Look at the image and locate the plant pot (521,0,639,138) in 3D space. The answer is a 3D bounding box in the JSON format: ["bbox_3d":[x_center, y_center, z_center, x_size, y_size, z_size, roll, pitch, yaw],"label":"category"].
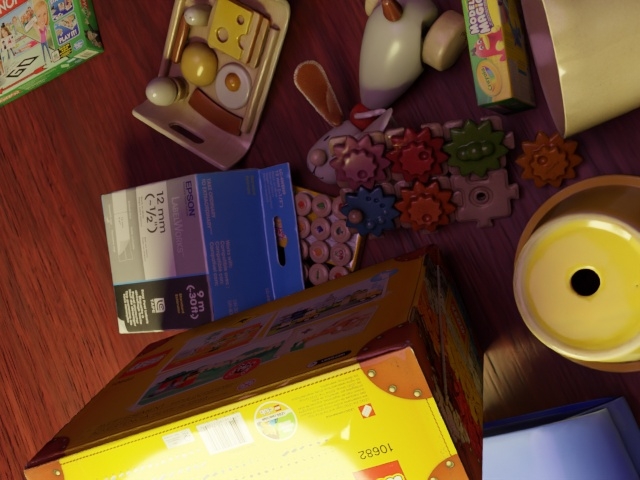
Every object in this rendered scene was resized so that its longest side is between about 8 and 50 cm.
[{"bbox_3d":[0.391,-0.279,0.915,0.274,0.256,0.256,-14,85,12],"label":"plant pot"}]

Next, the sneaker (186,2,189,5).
[{"bbox_3d":[-0.200,-0.400,1.327,0.119,0.057,0.047,-39,71,24],"label":"sneaker"}]

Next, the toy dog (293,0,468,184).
[{"bbox_3d":[0.074,-0.230,1.120,0.220,0.161,0.333,18,101,28],"label":"toy dog"}]

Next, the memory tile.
[{"bbox_3d":[0.000,0.000,1.226,0.113,0.012,0.148,7,99,30],"label":"memory tile"}]

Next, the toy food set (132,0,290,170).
[{"bbox_3d":[-0.190,-0.296,1.265,0.220,0.092,0.306,32,122,19],"label":"toy food set"}]

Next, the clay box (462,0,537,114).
[{"bbox_3d":[0.235,-0.287,1.046,0.053,0.127,0.222,-10,87,29],"label":"clay box"}]

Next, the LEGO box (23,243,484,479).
[{"bbox_3d":[-0.057,0.216,1.023,0.500,0.372,0.193,-20,100,17],"label":"LEGO box"}]

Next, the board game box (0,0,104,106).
[{"bbox_3d":[-0.577,-0.417,1.546,0.317,0.046,0.213,-18,84,29],"label":"board game box"}]

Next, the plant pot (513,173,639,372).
[{"bbox_3d":[0.343,0.042,0.937,0.254,0.239,0.253,1,92,30],"label":"plant pot"}]

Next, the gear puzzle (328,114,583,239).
[{"bbox_3d":[0.186,-0.081,1.074,0.339,0.044,0.175,-6,121,13],"label":"gear puzzle"}]

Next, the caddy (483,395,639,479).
[{"bbox_3d":[0.268,0.320,0.993,0.341,0.241,0.179,-21,78,29],"label":"caddy"}]

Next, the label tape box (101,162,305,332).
[{"bbox_3d":[-0.200,0.018,1.296,0.348,0.115,0.249,-8,89,38],"label":"label tape box"}]

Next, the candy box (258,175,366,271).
[{"bbox_3d":[-0.019,-0.030,1.259,0.206,0.027,0.105,19,106,28],"label":"candy box"}]
